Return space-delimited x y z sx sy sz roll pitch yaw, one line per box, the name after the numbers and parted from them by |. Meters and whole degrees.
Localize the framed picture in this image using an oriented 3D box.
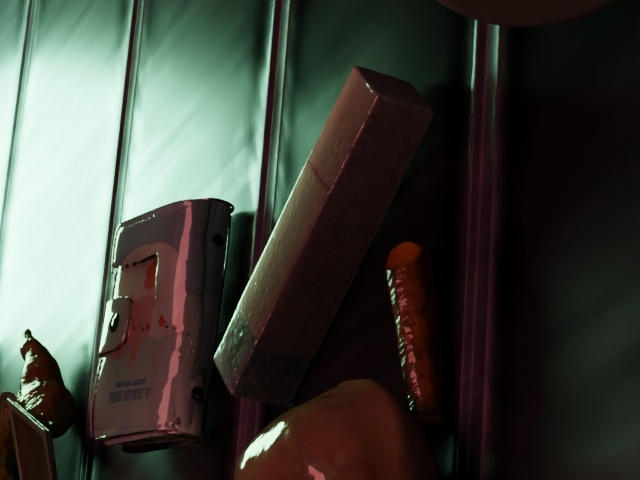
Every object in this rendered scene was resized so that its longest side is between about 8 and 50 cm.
-0.315 0.280 2.200 0.142 0.011 0.183 22 122 62 | framed picture

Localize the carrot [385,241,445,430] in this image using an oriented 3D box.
0.080 0.080 1.605 0.042 0.042 0.170 -42 44 47 | carrot

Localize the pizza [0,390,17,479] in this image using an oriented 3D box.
-0.405 0.275 2.414 0.131 0.041 0.178 17 92 65 | pizza

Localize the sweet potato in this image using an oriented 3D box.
-0.327 0.178 2.293 0.068 0.068 0.226 -64 26 20 | sweet potato

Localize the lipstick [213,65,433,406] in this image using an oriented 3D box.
0.000 0.000 1.762 0.317 0.066 0.068 -64 29 21 | lipstick

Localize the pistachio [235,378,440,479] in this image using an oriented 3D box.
0.013 0.191 1.572 0.238 0.138 0.153 -26 42 62 | pistachio

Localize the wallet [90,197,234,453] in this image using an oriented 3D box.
-0.162 0.091 2.019 0.176 0.075 0.250 -15 64 52 | wallet

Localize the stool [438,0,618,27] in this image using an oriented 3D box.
0.159 -0.292 1.483 0.195 0.195 0.198 -47 33 43 | stool
